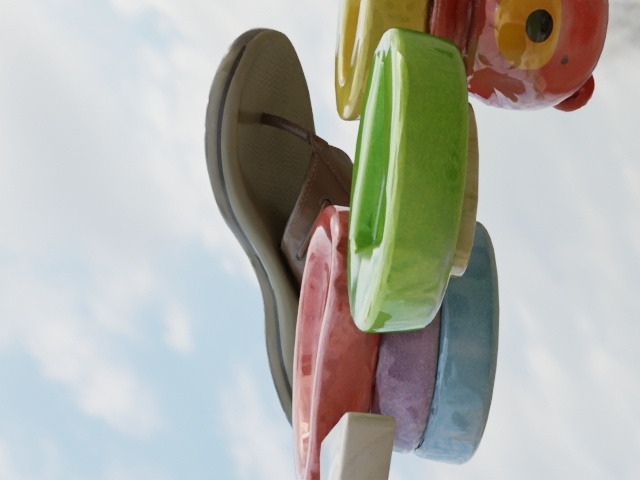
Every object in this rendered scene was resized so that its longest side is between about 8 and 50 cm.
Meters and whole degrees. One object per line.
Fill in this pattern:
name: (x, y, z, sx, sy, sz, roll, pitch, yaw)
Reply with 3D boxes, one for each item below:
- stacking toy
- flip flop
stacking toy: (0.072, 0.004, 0.884, 0.130, 0.309, 0.279, 5, -156, -7)
flip flop: (0.000, 0.000, 1.148, 0.112, 0.080, 0.277, -28, -73, -58)
